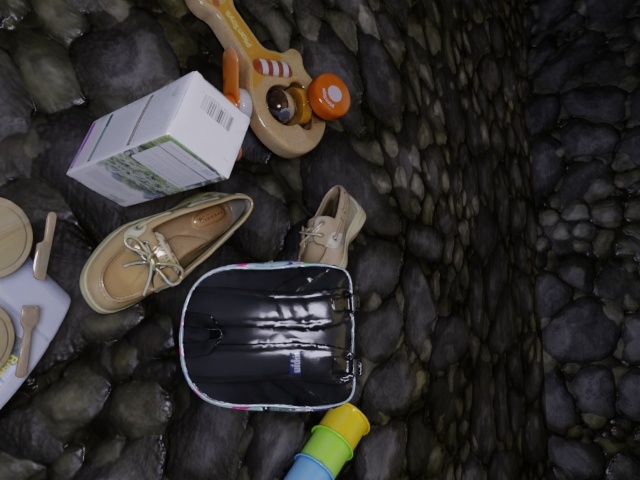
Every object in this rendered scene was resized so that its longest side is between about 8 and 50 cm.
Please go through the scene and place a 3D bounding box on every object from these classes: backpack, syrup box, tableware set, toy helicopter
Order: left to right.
[{"bbox_3d":[-0.358,0.049,0.535,0.128,0.039,0.194,21,73,-60],"label":"tableware set"},{"bbox_3d":[-0.212,-0.118,0.661,0.093,0.237,0.096,37,58,-41],"label":"syrup box"},{"bbox_3d":[-0.127,-0.299,0.913,0.235,0.140,0.355,-45,107,-34],"label":"toy helicopter"},{"bbox_3d":[-0.081,0.141,0.792,0.254,0.191,0.225,0,83,-10],"label":"backpack"}]

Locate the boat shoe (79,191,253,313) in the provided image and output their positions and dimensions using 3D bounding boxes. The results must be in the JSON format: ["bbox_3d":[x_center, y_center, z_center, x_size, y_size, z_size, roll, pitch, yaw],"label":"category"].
[{"bbox_3d":[-0.214,0.001,0.752,0.285,0.089,0.104,-47,119,-43],"label":"boat shoe"}]

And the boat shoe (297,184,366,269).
[{"bbox_3d":[0.000,0.000,1.003,0.098,0.109,0.302,55,41,-21],"label":"boat shoe"}]

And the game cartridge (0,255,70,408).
[{"bbox_3d":[-0.411,0.116,0.528,0.196,0.060,0.294,59,45,-31],"label":"game cartridge"}]

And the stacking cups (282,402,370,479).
[{"bbox_3d":[-0.024,0.433,0.910,0.316,0.096,0.096,-49,120,-39],"label":"stacking cups"}]
